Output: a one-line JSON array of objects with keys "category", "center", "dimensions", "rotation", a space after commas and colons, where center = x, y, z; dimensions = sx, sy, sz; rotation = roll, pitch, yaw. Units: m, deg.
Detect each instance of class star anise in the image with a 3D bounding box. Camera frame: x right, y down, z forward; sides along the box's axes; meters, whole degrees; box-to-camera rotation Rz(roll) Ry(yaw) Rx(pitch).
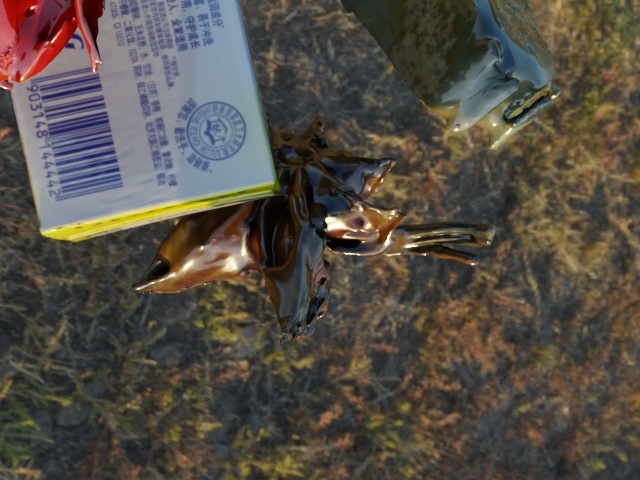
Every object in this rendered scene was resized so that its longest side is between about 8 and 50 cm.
[{"category": "star anise", "center": [0.006, -0.007, 0.847], "dimensions": [0.347, 0.237, 0.148], "rotation": [-3, 142, -24]}]

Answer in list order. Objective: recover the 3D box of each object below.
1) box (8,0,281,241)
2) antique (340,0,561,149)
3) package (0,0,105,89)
[{"category": "box", "center": [-0.133, -0.143, 0.658], "dimensions": [0.169, 0.097, 0.265], "rotation": [-14, 89, -3]}, {"category": "antique", "center": [0.106, -0.214, 0.818], "dimensions": [0.125, 0.150, 0.284], "rotation": [9, 49, -46]}, {"category": "package", "center": [-0.271, -0.231, 0.415], "dimensions": [0.424, 0.196, 0.123], "rotation": [27, 116, -19]}]
